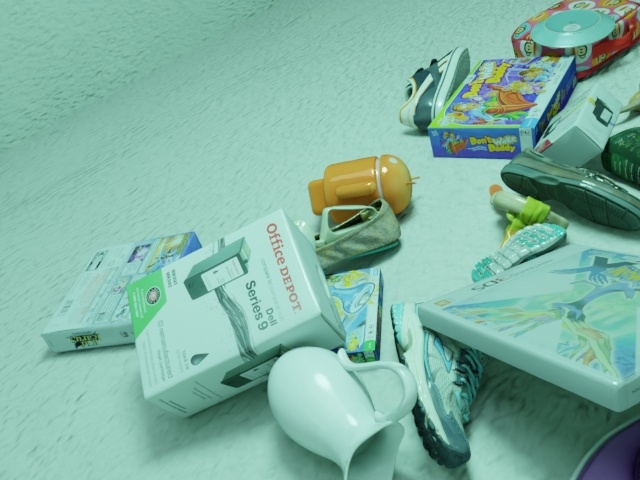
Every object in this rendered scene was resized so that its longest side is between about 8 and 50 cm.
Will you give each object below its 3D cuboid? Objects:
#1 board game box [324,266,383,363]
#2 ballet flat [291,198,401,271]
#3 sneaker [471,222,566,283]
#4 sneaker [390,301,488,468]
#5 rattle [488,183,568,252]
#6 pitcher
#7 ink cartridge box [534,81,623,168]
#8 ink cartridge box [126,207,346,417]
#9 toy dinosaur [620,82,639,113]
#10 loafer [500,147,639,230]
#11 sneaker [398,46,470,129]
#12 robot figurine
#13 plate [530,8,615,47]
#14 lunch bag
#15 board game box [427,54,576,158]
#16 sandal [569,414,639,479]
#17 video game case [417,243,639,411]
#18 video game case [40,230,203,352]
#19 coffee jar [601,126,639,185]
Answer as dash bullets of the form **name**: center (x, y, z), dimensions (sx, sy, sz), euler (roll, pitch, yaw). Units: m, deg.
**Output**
- **board game box**: center (0.033, 0.128, 1.037), dimensions (0.136, 0.035, 0.201), euler (-10, 34, 14)
- **ballet flat**: center (0.000, 0.000, 1.127), dimensions (0.316, 0.106, 0.108), euler (-22, 19, -24)
- **sneaker**: center (0.317, 0.037, 0.985), dimensions (0.167, 0.076, 0.065), euler (-33, 31, -2)
- **sneaker**: center (0.172, 0.171, 0.845), dimensions (0.122, 0.110, 0.283), euler (-12, 34, 4)
- **rattle**: center (0.333, -0.020, 1.106), dimensions (0.130, 0.142, 0.200), euler (6, 11, -19)
- **pitcher**: center (0.028, 0.206, 0.818), dimensions (0.207, 0.126, 0.177), euler (35, 101, 48)
- **ink cartridge box**: center (0.490, -0.206, 1.202), dimensions (0.175, 0.072, 0.127), euler (-50, 3, -38)
- **ink cartridge box**: center (-0.134, 0.111, 0.970), dimensions (0.289, 0.121, 0.211), euler (-27, 55, 6)
- **toy dinosaur**: center (0.671, -0.290, 1.313), dimensions (0.212, 0.064, 0.112), euler (-32, 17, -34)
- **loafer**: center (0.444, -0.102, 1.081), dimensions (0.268, 0.096, 0.084), euler (28, 73, 40)
- **sneaker**: center (0.288, -0.390, 1.569), dimensions (0.128, 0.126, 0.321), euler (5, 41, 26)
- **robot figurine**: center (0.089, -0.104, 1.258), dimensions (0.220, 0.158, 0.128), euler (-9, 57, 16)
- **plate**: center (0.598, -0.512, 1.486), dimensions (0.188, 0.024, 0.188), euler (-10, 40, 9)
- **lunch bag**: center (0.659, -0.515, 1.569), dimensions (0.293, 0.120, 0.258), euler (-33, 36, -20)
- **board game box**: center (0.424, -0.310, 1.431), dimensions (0.233, 0.078, 0.347), euler (7, 41, 33)
- **sandal**: center (0.424, 0.209, 0.668), dimensions (0.416, 0.102, 0.169), euler (-29, 35, -14)
- **video game case**: center (0.334, 0.081, 0.774), dimensions (0.300, 0.036, 0.329), euler (-18, 16, -22)
- **video game case**: center (-0.387, 0.100, 1.260), dimensions (0.244, 0.061, 0.269), euler (-10, 35, 16)
- **coffee jar**: center (0.589, -0.130, 1.092), dimensions (0.096, 0.079, 0.184), euler (-22, 33, -6)
